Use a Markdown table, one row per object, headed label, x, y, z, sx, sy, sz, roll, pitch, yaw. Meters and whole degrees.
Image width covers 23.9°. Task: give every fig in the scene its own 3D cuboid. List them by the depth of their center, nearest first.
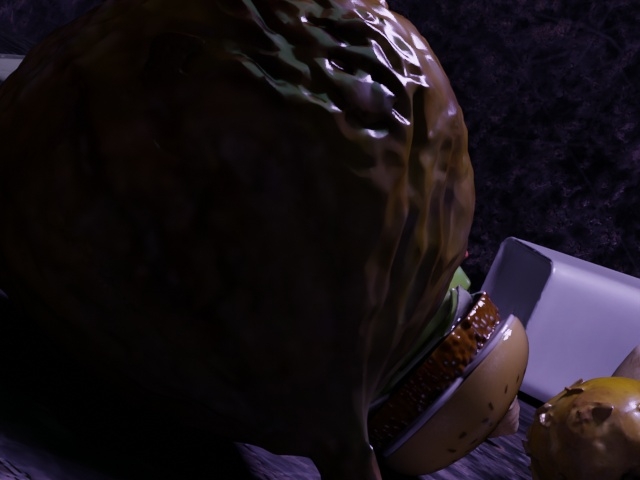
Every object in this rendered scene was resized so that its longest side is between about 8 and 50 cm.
| label | x | y | z | sx | sy | sz | roll | pitch | yaw |
| --- | --- | --- | --- | --- | --- | --- | --- | --- | --- |
| fig | -0.014 | 0.032 | 0.815 | 0.286 | 0.286 | 0.368 | 24 | 31 | -56 |

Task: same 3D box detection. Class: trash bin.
| label | x | y | z | sx | sy | sz | roll | pitch | yaw |
| --- | --- | --- | --- | --- | --- | --- | --- | --- | --- |
| trash bin | 0.406 | 0.130 | 2.076 | 0.368 | 0.296 | 0.256 | 22 | 8 | -19 |

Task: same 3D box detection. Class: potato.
| label | x | y | z | sx | sy | sz | roll | pitch | yaw |
| --- | --- | --- | --- | --- | --- | --- | --- | --- | --- |
| potato | 0.278 | 0.198 | 1.289 | 0.173 | 0.140 | 0.300 | 25 | -5 | 33 |

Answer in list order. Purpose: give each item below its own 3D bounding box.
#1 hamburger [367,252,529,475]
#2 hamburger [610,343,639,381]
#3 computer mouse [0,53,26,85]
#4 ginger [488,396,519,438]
| label | x | y | z | sx | sy | sz | roll | pitch | yaw |
| --- | --- | --- | --- | --- | --- | --- | --- | --- | --- |
| hamburger | 0.069 | 0.091 | 1.072 | 0.137 | 0.175 | 0.175 | 44 | 5 | 4 |
| hamburger | 0.423 | 0.236 | 1.637 | 0.302 | 0.170 | 0.302 | 27 | 8 | -4 |
| computer mouse | -0.195 | -0.119 | 1.754 | 0.429 | 0.145 | 0.228 | 29 | 7 | -7 |
| ginger | 0.091 | 0.126 | 1.385 | 0.288 | 0.075 | 0.089 | 20 | 5 | -44 |
